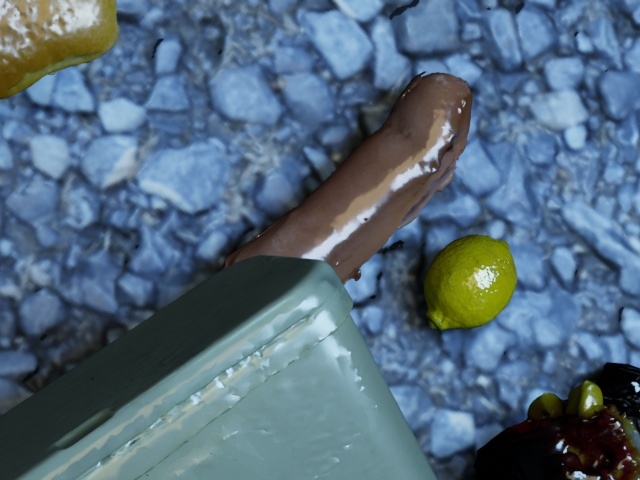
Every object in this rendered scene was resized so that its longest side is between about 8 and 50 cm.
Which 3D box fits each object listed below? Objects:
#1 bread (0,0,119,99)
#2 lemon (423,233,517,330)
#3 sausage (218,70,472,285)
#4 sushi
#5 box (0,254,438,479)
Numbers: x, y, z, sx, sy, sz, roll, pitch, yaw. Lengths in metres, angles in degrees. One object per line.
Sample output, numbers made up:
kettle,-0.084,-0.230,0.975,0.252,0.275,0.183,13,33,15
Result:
bread,-0.262,-0.159,1.171,0.245,0.121,0.174,-20,84,-19
lemon,0.104,0.031,1.256,0.062,0.062,0.083,45,76,-3
sausage,0.001,0.000,1.231,0.078,0.078,0.304,45,74,-2
sushi,0.184,0.180,1.202,0.150,0.153,0.172,7,97,-32
box,-0.074,0.242,1.079,0.352,0.177,0.344,-35,106,-18
